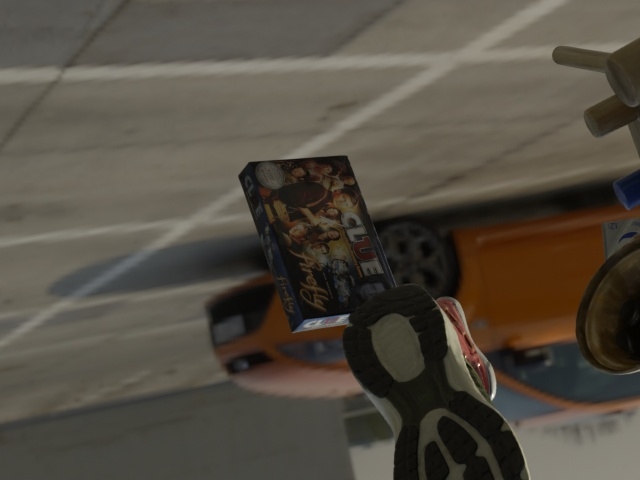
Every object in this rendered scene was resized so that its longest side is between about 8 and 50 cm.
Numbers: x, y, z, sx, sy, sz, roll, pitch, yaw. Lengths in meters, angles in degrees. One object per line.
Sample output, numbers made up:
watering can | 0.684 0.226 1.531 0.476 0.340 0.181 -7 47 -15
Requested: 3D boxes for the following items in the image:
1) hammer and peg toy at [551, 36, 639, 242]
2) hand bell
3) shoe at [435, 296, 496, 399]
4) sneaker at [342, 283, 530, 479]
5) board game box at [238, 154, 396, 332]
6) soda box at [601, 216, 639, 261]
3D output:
hammer and peg toy | 0.389 -0.093 1.507 0.127 0.361 0.266 -28 -151 -1
hand bell | 0.349 0.104 1.217 0.242 0.126 0.126 30 149 -29
shoe | 0.203 0.174 2.138 0.063 0.178 0.081 -25 176 32
sneaker | 0.165 0.241 1.628 0.158 0.410 0.182 -29 139 13
board game box | 0.000 0.000 1.937 0.165 0.243 0.042 -7 156 -33
soda box | 0.560 0.063 2.407 0.098 0.091 0.286 -9 150 20
